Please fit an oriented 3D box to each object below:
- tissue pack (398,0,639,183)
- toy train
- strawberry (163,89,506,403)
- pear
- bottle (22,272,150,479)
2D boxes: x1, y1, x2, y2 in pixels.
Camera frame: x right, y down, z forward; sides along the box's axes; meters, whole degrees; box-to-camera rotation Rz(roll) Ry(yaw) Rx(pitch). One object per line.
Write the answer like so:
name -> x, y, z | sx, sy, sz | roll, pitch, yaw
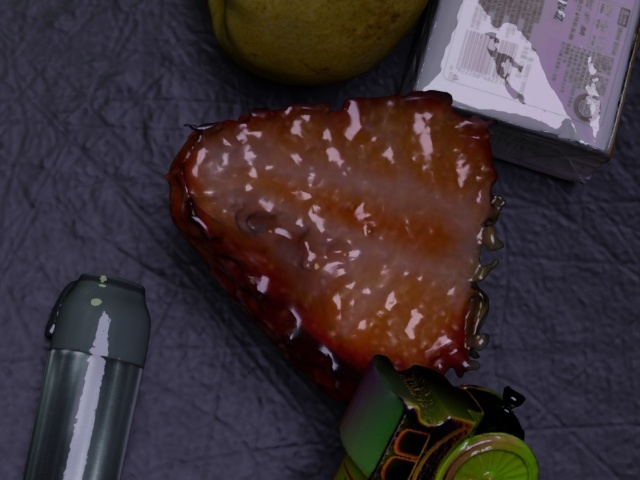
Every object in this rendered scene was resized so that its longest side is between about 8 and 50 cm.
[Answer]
tissue pack -> 0.182, -0.187, 1.641 | 0.185, 0.124, 0.225 | 17, 77, -5
toy train -> 0.057, 0.235, 1.497 | 0.161, 0.100, 0.296 | 16, 109, -22
strawberry -> 0.008, 0.017, 1.557 | 0.280, 0.150, 0.253 | -6, 87, -22
pear -> -0.001, -0.233, 1.583 | 0.209, 0.209, 0.208 | 2, 79, -8
bottle -> -0.200, 0.155, 1.548 | 0.096, 0.079, 0.253 | 4, 77, 32
